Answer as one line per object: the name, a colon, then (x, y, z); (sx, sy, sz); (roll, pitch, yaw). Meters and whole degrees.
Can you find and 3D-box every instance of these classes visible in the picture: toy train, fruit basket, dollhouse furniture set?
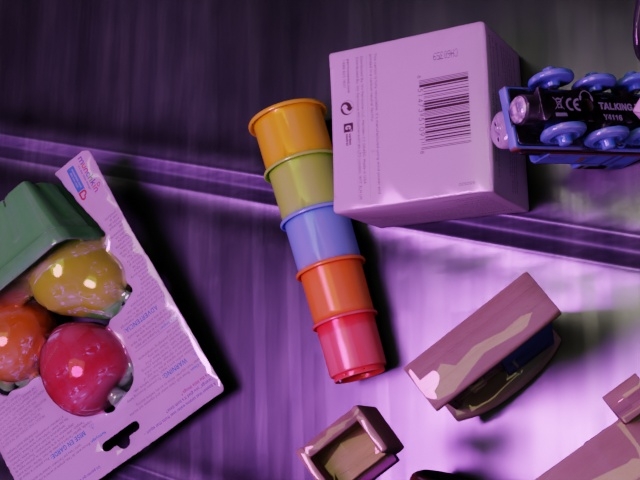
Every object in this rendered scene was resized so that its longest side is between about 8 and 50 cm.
toy train: (0.247, -0.112, 1.004); (0.105, 0.184, 0.080); (142, 122, -60)
fruit basket: (-0.318, 0.118, 1.316); (0.327, 0.165, 0.353); (-38, 81, 19)
dollhouse furniture set: (0.195, 0.231, 0.947); (0.286, 0.198, 0.303); (-38, 71, 3)

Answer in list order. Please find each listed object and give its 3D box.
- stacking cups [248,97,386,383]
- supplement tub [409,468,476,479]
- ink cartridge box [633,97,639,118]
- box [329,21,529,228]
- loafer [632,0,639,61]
stacking cups: (0.000, 0.000, 1.168); (0.096, 0.096, 0.316); (-23, 70, 24)
supplement tub: (0.117, 0.335, 1.038); (0.106, 0.106, 0.197); (13, 87, 30)
ink cartridge box: (0.408, -0.187, 0.913); (0.117, 0.207, 0.283); (31, 96, 31)
box: (0.114, -0.115, 1.113); (0.182, 0.119, 0.180); (-7, 78, 28)
loafer: (0.371, -0.272, 1.025); (0.078, 0.076, 0.223); (22, 88, 38)
